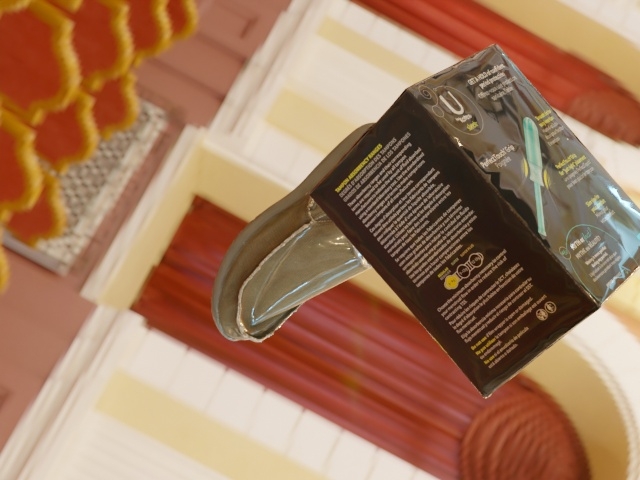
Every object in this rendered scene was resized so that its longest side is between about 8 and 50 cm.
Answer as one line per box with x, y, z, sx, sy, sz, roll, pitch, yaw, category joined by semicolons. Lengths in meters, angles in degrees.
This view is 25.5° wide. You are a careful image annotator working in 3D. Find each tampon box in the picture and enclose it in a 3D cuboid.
0.100;-0.014;0.835;0.101;0.161;0.120;-45;171;37;tampon box

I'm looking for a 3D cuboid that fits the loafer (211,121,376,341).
0.000;0.000;1.306;0.251;0.087;0.094;-49;140;-3;loafer
